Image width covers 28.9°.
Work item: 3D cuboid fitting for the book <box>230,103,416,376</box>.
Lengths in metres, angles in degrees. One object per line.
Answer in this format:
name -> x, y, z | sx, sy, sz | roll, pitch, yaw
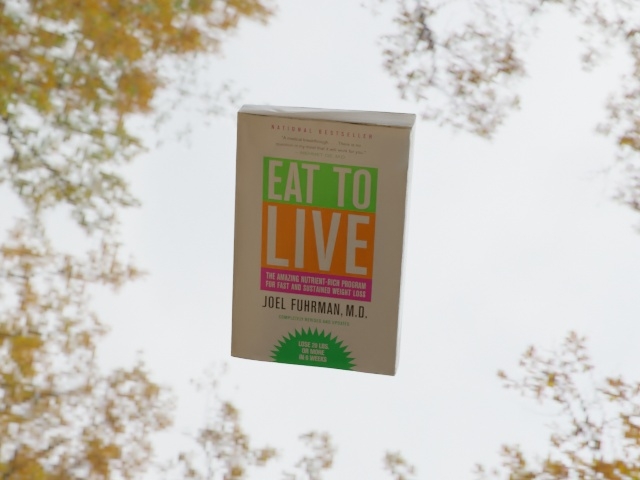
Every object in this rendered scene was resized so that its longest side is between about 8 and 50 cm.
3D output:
book -> 0.000, 0.000, 0.685 | 0.035, 0.096, 0.144 | -65, 159, -68
